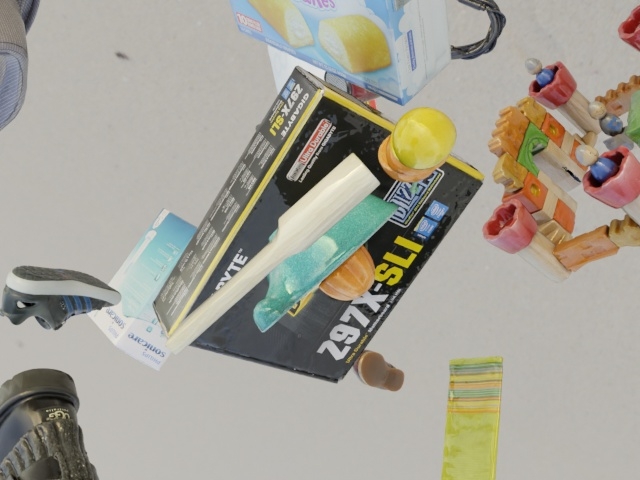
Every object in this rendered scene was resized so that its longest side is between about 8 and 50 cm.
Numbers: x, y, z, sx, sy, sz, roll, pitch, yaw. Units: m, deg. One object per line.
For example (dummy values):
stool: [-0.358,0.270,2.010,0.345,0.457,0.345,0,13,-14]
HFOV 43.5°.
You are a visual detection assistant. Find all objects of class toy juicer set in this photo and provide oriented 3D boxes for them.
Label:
toy juicer set: [0.033,-0.012,0.654,0.209,0.329,0.089,-42,90,26]

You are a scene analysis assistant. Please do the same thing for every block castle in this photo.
block castle: [0.451,-0.178,1.355,0.213,0.453,0.303,37,144,-17]

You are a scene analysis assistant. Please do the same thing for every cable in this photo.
cable: [0.270,-0.431,1.574,0.185,0.047,0.150,-5,93,7]

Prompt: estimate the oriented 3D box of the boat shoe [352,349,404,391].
boat shoe: [0.111,0.285,1.759,0.073,0.073,0.207,18,165,35]

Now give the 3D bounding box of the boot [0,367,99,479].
boot: [-0.367,0.353,0.956,0.348,0.131,0.260,-56,46,27]

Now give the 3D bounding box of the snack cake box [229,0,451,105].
snack cake box: [0.007,-0.270,0.862,0.264,0.089,0.152,32,156,33]

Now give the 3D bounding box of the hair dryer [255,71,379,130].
hair dryer: [0.036,-0.225,1.146,0.294,0.223,0.080,-26,98,10]

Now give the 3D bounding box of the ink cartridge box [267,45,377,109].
ink cartridge box: [-0.004,-0.377,1.861,0.385,0.091,0.308,157,102,-70]

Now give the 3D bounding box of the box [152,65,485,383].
box: [0.000,0.000,0.916,0.257,0.322,0.079,22,-160,-38]

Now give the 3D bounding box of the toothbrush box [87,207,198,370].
toothbrush box: [-0.345,0.100,1.735,0.126,0.295,0.216,40,170,-33]

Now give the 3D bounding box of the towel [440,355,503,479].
towel: [0.226,0.291,1.211,0.021,0.237,0.102,25,152,-33]

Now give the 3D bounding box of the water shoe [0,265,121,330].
water shoe: [-0.369,0.085,1.131,0.073,0.080,0.203,26,-177,29]

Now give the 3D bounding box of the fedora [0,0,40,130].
fedora: [-0.379,-0.174,0.798,0.275,0.244,0.124,-38,77,16]
